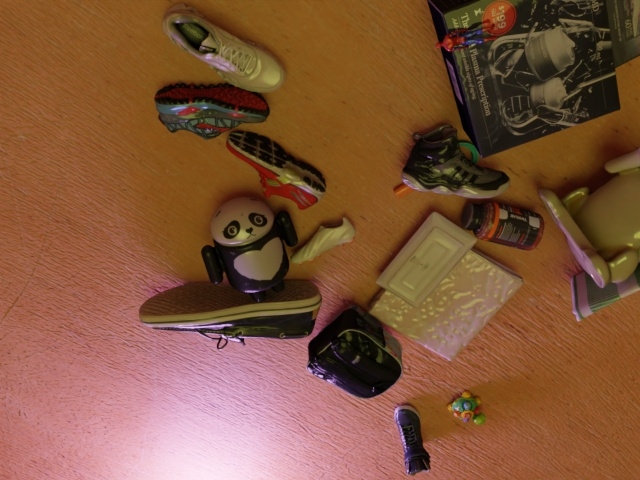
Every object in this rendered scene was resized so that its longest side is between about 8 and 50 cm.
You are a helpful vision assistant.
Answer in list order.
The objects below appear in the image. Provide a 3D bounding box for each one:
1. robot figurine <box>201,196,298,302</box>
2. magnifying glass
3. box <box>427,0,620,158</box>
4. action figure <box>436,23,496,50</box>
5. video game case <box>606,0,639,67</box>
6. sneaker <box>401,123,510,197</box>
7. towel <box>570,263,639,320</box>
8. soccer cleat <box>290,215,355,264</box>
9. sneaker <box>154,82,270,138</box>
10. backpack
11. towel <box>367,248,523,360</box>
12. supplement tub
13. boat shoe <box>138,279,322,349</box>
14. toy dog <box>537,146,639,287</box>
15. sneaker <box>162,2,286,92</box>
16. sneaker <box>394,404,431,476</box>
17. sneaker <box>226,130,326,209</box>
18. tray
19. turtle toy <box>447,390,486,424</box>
[{"bbox_3d":[-0.178,0.023,1.568,0.174,0.209,0.278,2,126,25],"label":"robot figurine"},{"bbox_3d":[0.292,-0.174,1.550,0.231,0.026,0.092,-29,119,16],"label":"magnifying glass"},{"bbox_3d":[0.438,-0.407,1.319,0.313,0.179,0.343,-20,120,10],"label":"box"},{"bbox_3d":[0.285,-0.397,1.201,0.115,0.030,0.038,-10,116,12],"label":"action figure"},{"bbox_3d":[0.712,-0.511,1.310,0.274,0.026,0.196,-27,120,-3],"label":"video game case"},{"bbox_3d":[0.337,-0.192,1.468,0.269,0.101,0.153,5,122,-2],"label":"sneaker"},{"bbox_3d":[0.808,0.085,1.581,0.325,0.248,0.038,-32,96,28],"label":"towel"},{"bbox_3d":[0.000,0.000,1.631,0.196,0.068,0.076,-25,104,12],"label":"soccer cleat"},{"bbox_3d":[-0.248,-0.297,1.431,0.262,0.104,0.125,5,139,0],"label":"sneaker"},{"bbox_3d":[0.109,0.329,1.759,0.253,0.191,0.225,37,117,-14],"label":"backpack"},{"bbox_3d":[0.346,0.156,1.723,0.317,0.053,0.332,30,116,-10],"label":"towel"},{"bbox_3d":[0.471,-0.043,1.590,0.198,0.106,0.106,13,121,-10],"label":"supplement tub"},{"bbox_3d":[-0.244,0.212,1.685,0.500,0.187,0.156,-3,116,-6],"label":"boat shoe"},{"bbox_3d":[0.813,-0.067,1.487,0.408,0.284,0.395,-33,139,16],"label":"toy dog"},{"bbox_3d":[-0.209,-0.408,1.327,0.292,0.118,0.110,24,103,-18],"label":"sneaker"},{"bbox_3d":[0.301,0.662,1.992,0.086,0.163,0.226,-15,120,9],"label":"sneaker"},{"bbox_3d":[-0.122,-0.161,1.503,0.279,0.107,0.118,32,125,-17],"label":"sneaker"},{"bbox_3d":[0.279,0.062,1.627,0.145,0.030,0.270,33,117,-6],"label":"tray"},{"bbox_3d":[0.484,0.554,1.985,0.130,0.066,0.095,32,116,-19],"label":"turtle toy"}]
